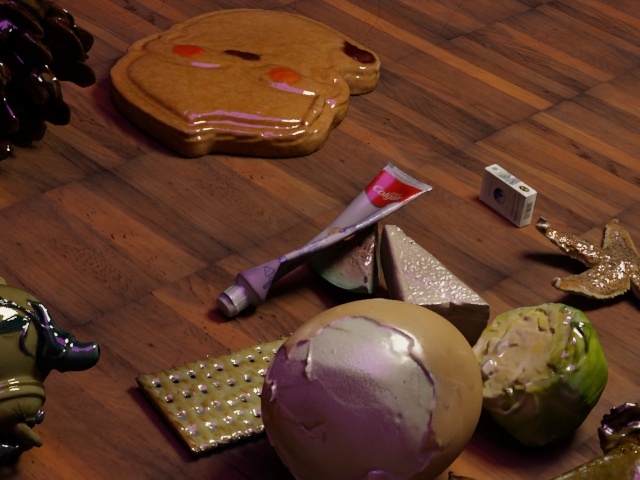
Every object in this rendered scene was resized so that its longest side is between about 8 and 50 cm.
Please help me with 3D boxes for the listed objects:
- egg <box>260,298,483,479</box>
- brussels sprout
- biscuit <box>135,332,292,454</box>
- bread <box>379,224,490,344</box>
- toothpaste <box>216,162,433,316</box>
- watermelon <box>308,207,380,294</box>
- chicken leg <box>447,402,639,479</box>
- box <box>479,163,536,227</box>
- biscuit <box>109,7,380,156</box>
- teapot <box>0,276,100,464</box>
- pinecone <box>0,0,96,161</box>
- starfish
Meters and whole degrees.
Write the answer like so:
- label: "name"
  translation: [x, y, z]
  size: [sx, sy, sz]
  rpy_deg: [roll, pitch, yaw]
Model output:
- label: "egg"
  translation: [0.062, 0.157, 1.464]
  size: [0.201, 0.201, 0.244]
  rpy_deg: [32, 28, 32]
- label: "brussels sprout"
  translation: [0.246, 0.152, 1.592]
  size: [0.151, 0.122, 0.149]
  rpy_deg: [-28, 28, 8]
- label: "biscuit"
  translation: [-0.072, 0.163, 1.586]
  size: [0.231, 0.016, 0.139]
  rpy_deg: [-14, 40, -32]
- label: "bread"
  translation: [0.134, 0.052, 1.732]
  size: [0.105, 0.077, 0.152]
  rpy_deg: [-2, 46, -10]
- label: "toothpaste"
  translation: [0.000, 0.000, 1.749]
  size: [0.301, 0.048, 0.075]
  rpy_deg: [-35, 18, -21]
- label: "watermelon"
  translation: [0.037, 0.023, 1.783]
  size: [0.101, 0.080, 0.155]
  rpy_deg: [1, 44, -7]
- label: "chicken leg"
  translation: [0.294, 0.251, 1.428]
  size: [0.361, 0.140, 0.212]
  rpy_deg: [12, 41, -3]
- label: "box"
  translation: [0.257, -0.061, 1.976]
  size: [0.024, 0.054, 0.083]
  rpy_deg: [-22, 44, -32]
- label: "biscuit"
  translation: [-0.119, -0.248, 2.169]
  size: [0.349, 0.078, 0.455]
  rpy_deg: [15, 33, 16]
- label: "teapot"
  translation: [-0.353, 0.144, 1.441]
  size: [0.269, 0.173, 0.183]
  rpy_deg: [-24, 73, -6]
- label: "pinecone"
  translation: [-0.448, -0.225, 1.883]
  size: [0.298, 0.242, 0.296]
  rpy_deg: [2, 29, 29]
- label: "starfish"
  translation: [0.381, 0.045, 1.852]
  size: [0.231, 0.048, 0.295]
  rpy_deg: [7, 33, -21]
